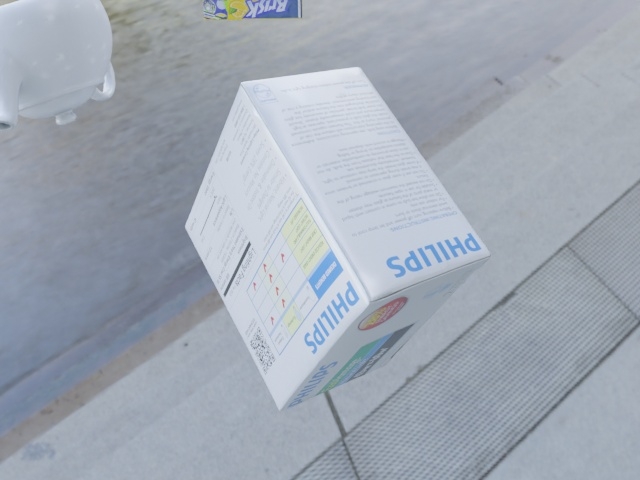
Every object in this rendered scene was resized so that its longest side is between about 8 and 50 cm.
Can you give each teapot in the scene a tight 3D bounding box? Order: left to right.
[{"bbox_3d":[-0.432,-0.277,1.205,0.256,0.187,0.252,-27,18,-24],"label":"teapot"}]

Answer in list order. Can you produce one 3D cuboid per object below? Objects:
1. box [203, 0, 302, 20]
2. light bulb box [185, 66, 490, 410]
[{"bbox_3d":[-0.115,-0.409,1.300,0.169,0.059,0.054,-2,23,-2],"label":"box"},{"bbox_3d":[0.000,0.000,1.143,0.225,0.358,0.361,-16,65,-33],"label":"light bulb box"}]
